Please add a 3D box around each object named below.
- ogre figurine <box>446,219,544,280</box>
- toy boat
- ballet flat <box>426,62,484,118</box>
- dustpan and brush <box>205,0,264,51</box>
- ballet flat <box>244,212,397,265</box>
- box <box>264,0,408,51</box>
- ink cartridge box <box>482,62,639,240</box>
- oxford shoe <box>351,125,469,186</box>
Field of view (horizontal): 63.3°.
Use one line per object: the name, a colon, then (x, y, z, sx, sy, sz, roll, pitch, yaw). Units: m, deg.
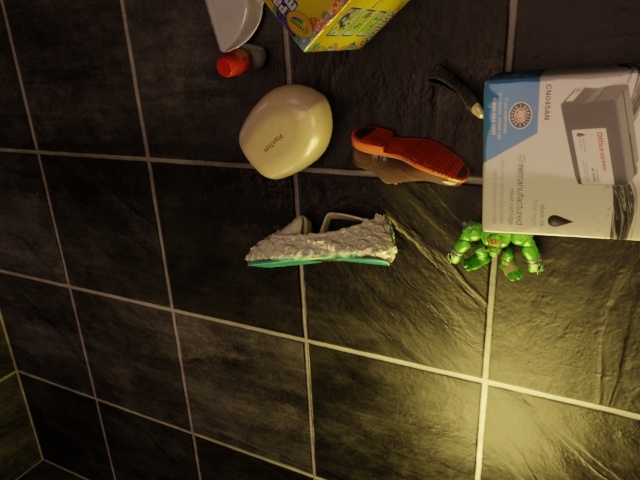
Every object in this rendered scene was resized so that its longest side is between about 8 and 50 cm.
ogre figurine: (0.371, 0.012, 1.108, 0.197, 0.097, 0.118, 21, 137, 37)
toy boat: (-0.106, -0.315, 1.217, 0.267, 0.148, 0.318, -27, 103, 39)
ballet flat: (0.273, -0.289, 1.025, 0.049, 0.057, 0.173, -42, 51, 17)
dustpan and brush: (-0.164, -0.545, 1.200, 0.211, 0.060, 0.147, -19, 87, 39)
ballet flat: (0.000, 0.000, 1.298, 0.408, 0.147, 0.147, -3, 108, 26)
box: (0.000, -0.530, 0.976, 0.177, 0.279, 0.290, -38, 88, 34)
ink cartridge box: (0.502, -0.159, 0.919, 0.394, 0.166, 0.286, 4, 112, 27)
oxford shoe: (0.193, -0.168, 1.142, 0.271, 0.097, 0.098, 25, 139, 23)
